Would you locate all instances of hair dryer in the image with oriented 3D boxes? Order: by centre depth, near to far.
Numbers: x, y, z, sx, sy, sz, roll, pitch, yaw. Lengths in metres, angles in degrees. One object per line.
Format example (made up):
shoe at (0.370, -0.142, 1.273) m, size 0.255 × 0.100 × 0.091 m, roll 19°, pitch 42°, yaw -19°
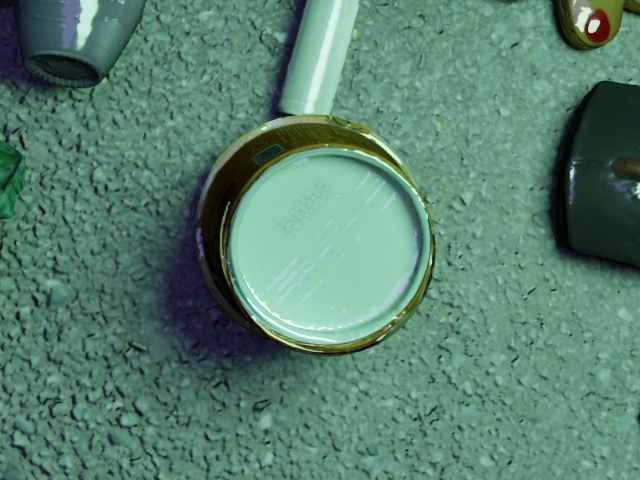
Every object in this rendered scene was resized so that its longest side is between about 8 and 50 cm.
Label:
hair dryer at (-0.325, -0.301, 0.963) m, size 0.361 × 0.121 × 0.301 m, roll 6°, pitch 73°, yaw 1°
hair dryer at (0.020, -0.207, 0.992) m, size 0.173 × 0.107 × 0.357 m, roll 16°, pitch 90°, yaw -3°

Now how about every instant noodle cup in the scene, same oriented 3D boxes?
instant noodle cup at (0.000, 0.000, 0.892) m, size 0.215 × 0.172 × 0.216 m, roll -1°, pitch 96°, yaw -6°

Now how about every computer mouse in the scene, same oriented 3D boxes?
computer mouse at (0.356, -0.045, 0.988) m, size 0.269 × 0.100 × 0.170 m, roll 12°, pitch 79°, yaw -4°

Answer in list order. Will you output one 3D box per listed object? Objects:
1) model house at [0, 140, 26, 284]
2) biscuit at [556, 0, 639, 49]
model house at (-0.384, 0.047, 0.880) m, size 0.261 × 0.226 × 0.241 m, roll 5°, pitch 119°, yaw -2°
biscuit at (0.284, -0.283, 1.032) m, size 0.301 × 0.049 × 0.197 m, roll 4°, pitch 80°, yaw -8°
